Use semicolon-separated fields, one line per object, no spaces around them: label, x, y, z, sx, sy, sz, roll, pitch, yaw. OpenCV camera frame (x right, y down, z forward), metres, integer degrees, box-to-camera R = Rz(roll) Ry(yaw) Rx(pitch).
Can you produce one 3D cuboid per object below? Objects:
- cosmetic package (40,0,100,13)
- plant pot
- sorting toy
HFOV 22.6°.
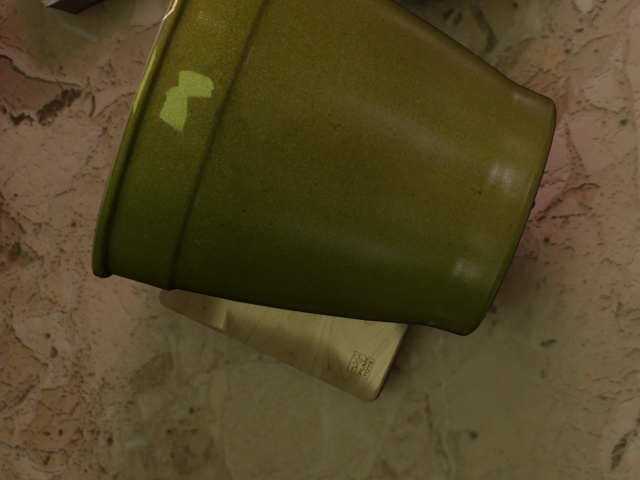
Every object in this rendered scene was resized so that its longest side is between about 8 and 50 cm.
cosmetic package;-0.280;-0.383;1.758;0.127;0.107;0.238;-26;87;13
plant pot;0.018;-0.076;1.493;0.353;0.366;0.366;21;93;0
sorting toy;0.000;0.000;1.695;0.255;0.089;0.257;24;94;12
